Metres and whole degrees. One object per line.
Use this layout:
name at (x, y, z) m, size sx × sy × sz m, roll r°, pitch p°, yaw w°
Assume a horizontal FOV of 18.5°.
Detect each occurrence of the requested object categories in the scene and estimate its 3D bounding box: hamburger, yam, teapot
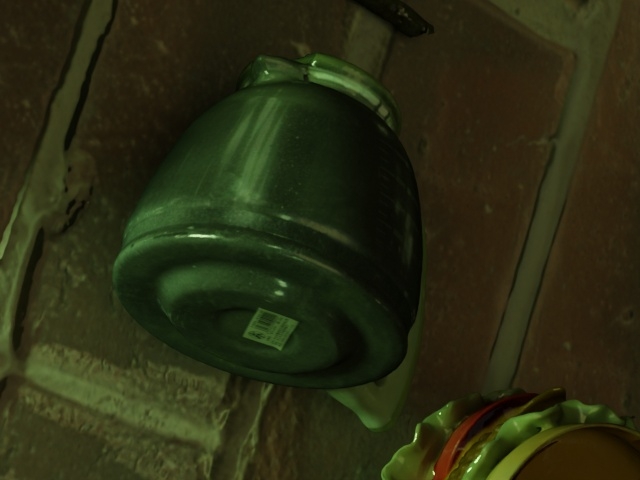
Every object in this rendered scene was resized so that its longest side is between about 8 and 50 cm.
hamburger at (0.171, 0.260, 1.695) m, size 0.274 × 0.212 × 0.274 m, roll -2°, pitch 93°, yaw -33°
yam at (0.049, -0.214, 1.735) m, size 0.129 × 0.027 × 0.033 m, roll 35°, pitch 31°, yaw -26°
teapot at (0.010, -0.008, 1.589) m, size 0.321 × 0.239 × 0.239 m, roll 30°, pitch 59°, yaw -24°
